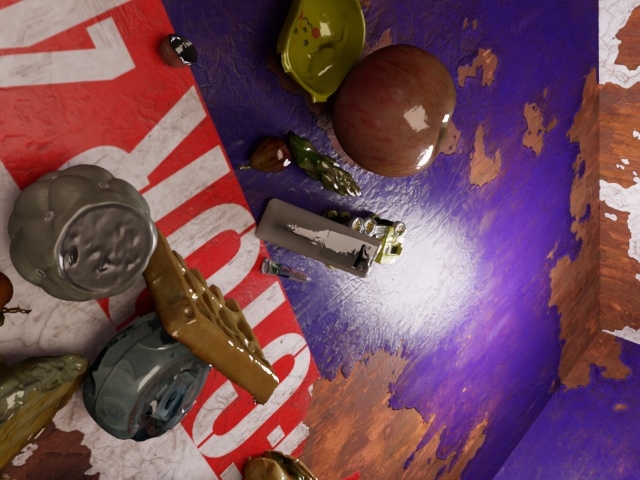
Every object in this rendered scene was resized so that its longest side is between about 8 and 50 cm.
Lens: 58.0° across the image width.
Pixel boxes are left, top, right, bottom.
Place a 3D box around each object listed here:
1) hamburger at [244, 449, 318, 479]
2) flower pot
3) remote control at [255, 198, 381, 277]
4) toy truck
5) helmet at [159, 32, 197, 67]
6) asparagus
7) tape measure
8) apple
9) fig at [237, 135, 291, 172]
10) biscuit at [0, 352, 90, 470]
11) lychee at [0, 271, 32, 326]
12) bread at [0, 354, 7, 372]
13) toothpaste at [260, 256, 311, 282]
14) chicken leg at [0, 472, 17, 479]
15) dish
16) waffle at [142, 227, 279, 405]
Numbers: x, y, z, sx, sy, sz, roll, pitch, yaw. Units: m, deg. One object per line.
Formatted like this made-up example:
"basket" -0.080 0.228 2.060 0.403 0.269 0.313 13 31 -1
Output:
"hamburger" -0.069 0.731 1.544 0.162 0.209 0.330 -5 80 -42
"flower pot" -0.418 -0.012 1.020 0.246 0.195 0.246 -19 119 -39
"remote control" 0.000 0.000 1.434 0.313 0.055 0.109 21 99 -15
"toy truck" 0.110 0.005 1.594 0.272 0.124 0.157 3 103 -45
"helmet" -0.283 -0.364 1.126 0.065 0.049 0.084 66 23 2
"asparagus" 0.006 -0.179 1.461 0.287 0.080 0.080 29 84 -38
"tape measure" -0.343 0.282 1.195 0.275 0.147 0.256 -52 154 -15
"apple" 0.192 -0.303 1.406 0.345 0.269 0.345 -41 160 -18
"fig" -0.132 -0.187 1.331 0.125 0.089 0.089 -26 126 -5
"biscuit" -0.561 0.315 0.991 0.329 0.078 0.335 -51 172 -15
"lychee" -0.566 0.096 0.982 0.140 0.114 0.101 17 112 -22
"bread" -0.652 0.245 0.969 0.232 0.088 0.128 2 107 -43
"toothpaste" -0.087 0.083 1.501 0.170 0.028 0.045 21 83 -43
"chicken leg" -0.649 0.544 1.068 0.087 0.107 0.251 34 82 -8
"dish" -0.020 -0.456 1.306 0.221 0.108 0.262 34 80 -46
"waffle" -0.231 0.162 1.192 0.077 0.304 0.348 -39 135 -1
